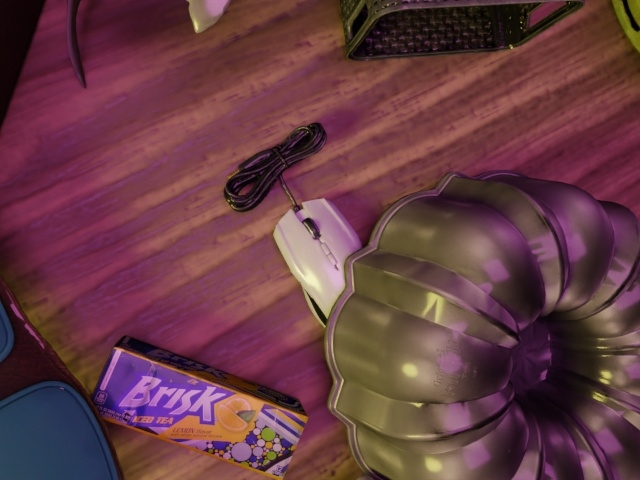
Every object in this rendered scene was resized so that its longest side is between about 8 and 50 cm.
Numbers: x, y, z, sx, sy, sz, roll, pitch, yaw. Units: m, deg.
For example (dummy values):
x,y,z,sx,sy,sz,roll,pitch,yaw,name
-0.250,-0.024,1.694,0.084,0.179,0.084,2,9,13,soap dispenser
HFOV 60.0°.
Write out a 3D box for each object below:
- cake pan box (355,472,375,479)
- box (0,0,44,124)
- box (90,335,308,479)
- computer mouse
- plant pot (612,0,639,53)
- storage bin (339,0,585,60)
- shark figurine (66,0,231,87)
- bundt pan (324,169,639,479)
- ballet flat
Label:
x,y,z,sx,sy,sz,roll,pitch,yaw,name
0.019,0.358,0.424,0.267,0.070,0.245,-37,107,-21,cake pan box
-0.267,-0.239,0.365,0.143,0.191,0.381,19,87,-11,box
-0.100,0.139,0.466,0.169,0.054,0.059,23,86,-11,box
0.000,0.000,0.493,0.106,0.042,0.193,-32,96,-11,computer mouse
0.421,-0.276,0.486,0.254,0.276,0.276,-26,95,0,plant pot
0.113,-0.218,0.476,0.180,0.122,0.084,-7,91,-11,storage bin
-0.100,-0.182,0.366,0.278,0.166,0.116,-9,87,20,shark figurine
0.177,0.099,0.466,0.331,0.124,0.330,-1,93,-20,bundt pan
-0.247,0.119,0.401,0.116,0.124,0.342,-30,87,-41,ballet flat
